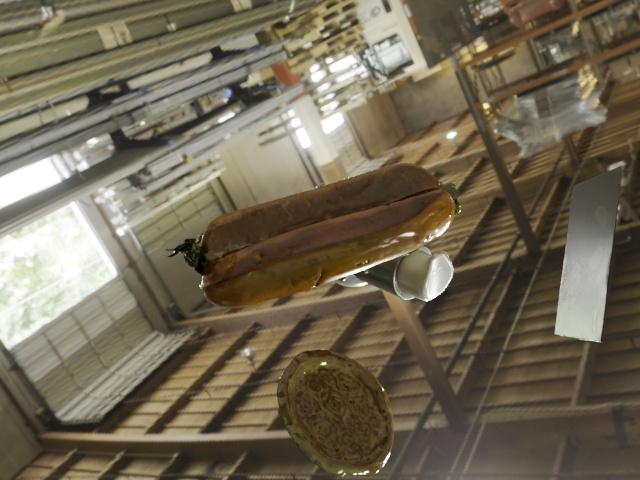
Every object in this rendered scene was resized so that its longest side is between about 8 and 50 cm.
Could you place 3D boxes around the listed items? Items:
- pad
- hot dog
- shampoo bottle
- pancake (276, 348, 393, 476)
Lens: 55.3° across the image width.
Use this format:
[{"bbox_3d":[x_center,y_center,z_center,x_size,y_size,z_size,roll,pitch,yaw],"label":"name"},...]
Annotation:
[{"bbox_3d":[0.304,0.018,0.701,0.004,0.190,0.127,10,174,1],"label":"pad"},{"bbox_3d":[0.000,0.000,0.394,0.188,0.055,0.072,-17,-137,-5],"label":"hot dog"},{"bbox_3d":[0.037,0.010,0.561,0.074,0.074,0.192,-34,-145,-27],"label":"shampoo bottle"},{"bbox_3d":[0.014,0.140,0.503,0.115,0.115,0.011,-42,169,-48],"label":"pancake"}]
